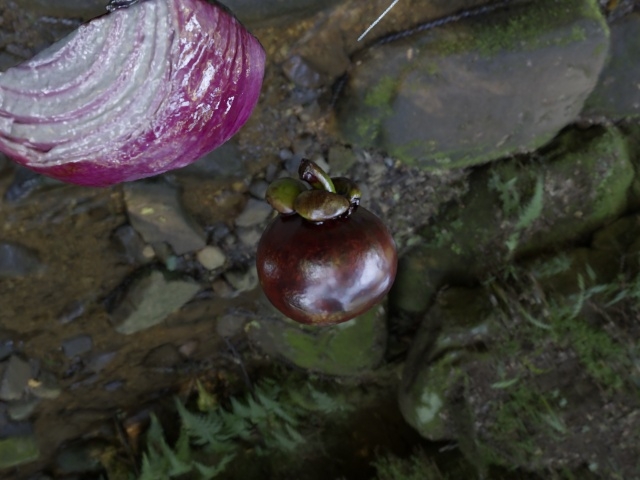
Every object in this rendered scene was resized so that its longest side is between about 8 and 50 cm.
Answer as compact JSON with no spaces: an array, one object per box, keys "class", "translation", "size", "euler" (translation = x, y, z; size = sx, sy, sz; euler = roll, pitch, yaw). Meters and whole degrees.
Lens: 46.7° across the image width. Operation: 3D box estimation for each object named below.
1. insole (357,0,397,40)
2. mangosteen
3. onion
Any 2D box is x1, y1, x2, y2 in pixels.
[{"class":"insole","translation":[0.104,-0.305,0.899],"size":[0.197,0.004,0.065],"euler":[-50,-170,-21]},{"class":"mangosteen","translation":[0.000,0.000,1.121],"size":[0.215,0.258,0.215],"euler":[-15,-164,5]},{"class":"onion","translation":[-0.162,-0.106,0.695],"size":[0.250,0.111,0.247],"euler":[-25,164,13]}]
